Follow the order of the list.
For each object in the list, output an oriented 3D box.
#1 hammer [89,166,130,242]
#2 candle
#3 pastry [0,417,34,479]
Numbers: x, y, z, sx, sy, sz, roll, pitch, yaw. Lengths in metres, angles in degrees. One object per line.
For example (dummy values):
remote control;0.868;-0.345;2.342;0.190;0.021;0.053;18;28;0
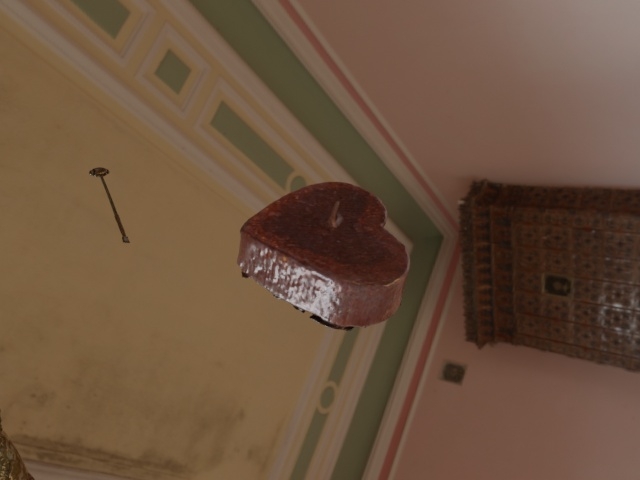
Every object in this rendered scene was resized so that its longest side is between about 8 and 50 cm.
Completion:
hammer;-0.289;-0.050;0.764;0.029;0.014;0.123;-11;-112;-44
candle;0.000;0.000;0.961;0.287;0.317;0.132;2;-55;-10
pastry;-0.431;0.265;0.667;0.100;0.218;0.229;-33;-61;-39
